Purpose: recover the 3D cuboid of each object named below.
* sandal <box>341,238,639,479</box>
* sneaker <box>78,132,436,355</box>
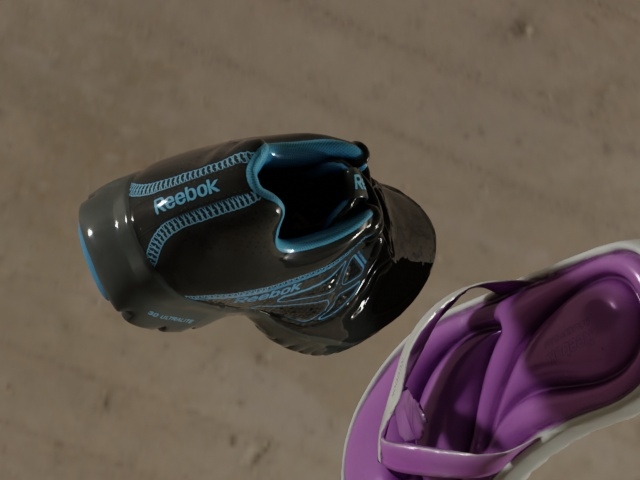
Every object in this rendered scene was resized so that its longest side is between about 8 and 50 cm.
[{"bbox_3d":[0.116,0.108,1.430,0.102,0.169,0.416,7,-33,-35],"label":"sandal"},{"bbox_3d":[0.000,0.000,1.232,0.139,0.341,0.125,-26,-103,30],"label":"sneaker"}]
